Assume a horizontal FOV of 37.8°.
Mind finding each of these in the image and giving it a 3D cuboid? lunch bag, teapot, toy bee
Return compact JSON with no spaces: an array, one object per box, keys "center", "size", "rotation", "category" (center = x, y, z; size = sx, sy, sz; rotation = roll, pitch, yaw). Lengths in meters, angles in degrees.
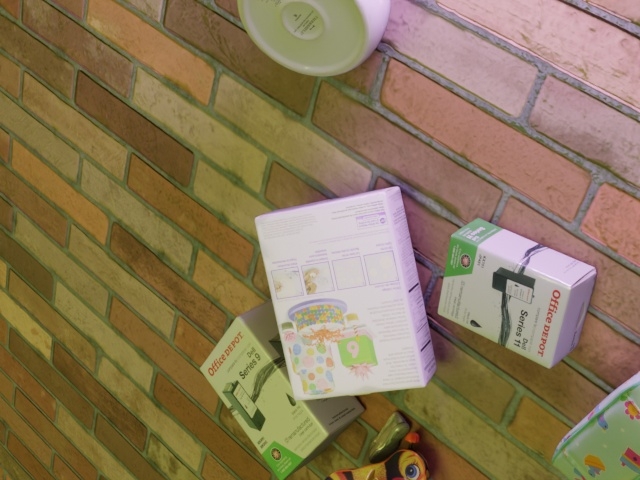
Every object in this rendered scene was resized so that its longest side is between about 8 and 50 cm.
[{"center":[0.455,0.227,1.258],"size":[0.108,0.224,0.279],"rotation":[50,139,19],"category":"lunch bag"},{"center":[0.002,-0.390,1.443],"size":[0.255,0.187,0.253],"rotation":[5,139,24],"category":"teapot"},{"center":[0.135,0.434,1.705],"size":[0.195,0.298,0.162],"rotation":[115,156,-75],"category":"toy bee"}]

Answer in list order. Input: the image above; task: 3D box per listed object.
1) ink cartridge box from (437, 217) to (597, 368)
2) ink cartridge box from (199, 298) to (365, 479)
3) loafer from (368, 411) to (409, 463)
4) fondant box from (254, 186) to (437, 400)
[{"center":[0.297,0.079,1.430],"size":[0.208,0.086,0.153],"rotation":[25,124,32],"category":"ink cartridge box"},{"center":[-0.083,0.292,1.845],"size":[0.289,0.121,0.211],"rotation":[51,133,15],"category":"ink cartridge box"},{"center":[0.125,0.369,1.750],"size":[0.125,0.045,0.039],"rotation":[-57,43,35],"category":"loafer"},{"center":[0.044,0.093,1.587],"size":[0.238,0.096,0.331],"rotation":[-10,95,21],"category":"fondant box"}]
